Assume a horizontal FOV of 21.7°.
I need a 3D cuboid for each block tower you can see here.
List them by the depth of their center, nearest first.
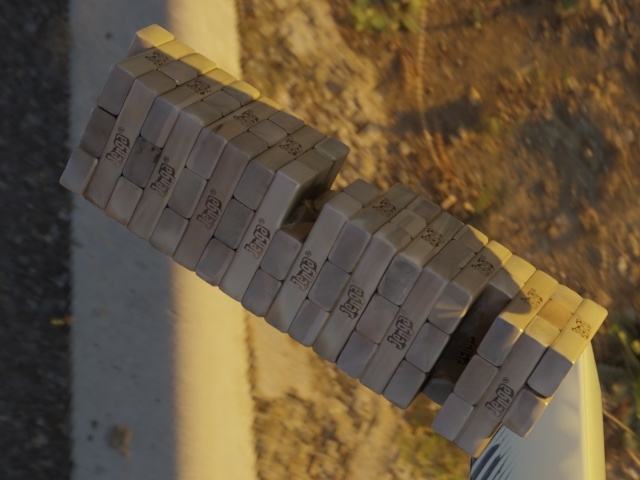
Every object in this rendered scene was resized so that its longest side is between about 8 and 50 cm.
[{"bbox_3d":[0.000,0.000,1.011,0.335,0.097,0.091,33,116,10],"label":"block tower"}]

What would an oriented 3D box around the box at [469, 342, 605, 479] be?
[{"bbox_3d":[0.169,0.190,1.286,0.094,0.113,0.275,-8,41,13],"label":"box"}]
